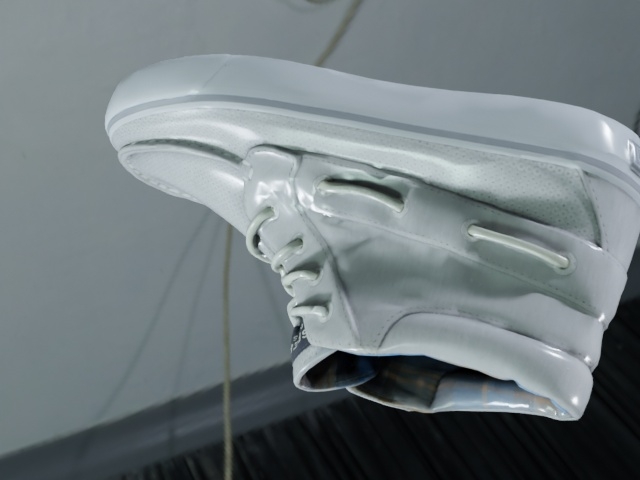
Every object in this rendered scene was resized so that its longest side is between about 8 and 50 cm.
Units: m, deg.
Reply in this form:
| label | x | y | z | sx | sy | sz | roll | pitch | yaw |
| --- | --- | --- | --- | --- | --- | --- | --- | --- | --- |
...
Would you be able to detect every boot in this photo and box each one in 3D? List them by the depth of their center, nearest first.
| label | x | y | z | sx | sy | sz | roll | pitch | yaw |
| --- | --- | --- | --- | --- | --- | --- | --- | --- | --- |
| boot | 0.000 | 0.000 | 0.502 | 0.095 | 0.258 | 0.123 | 46 | 57 | -55 |
